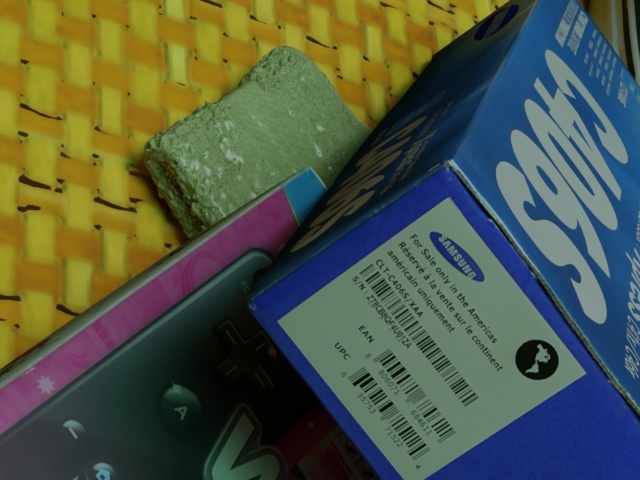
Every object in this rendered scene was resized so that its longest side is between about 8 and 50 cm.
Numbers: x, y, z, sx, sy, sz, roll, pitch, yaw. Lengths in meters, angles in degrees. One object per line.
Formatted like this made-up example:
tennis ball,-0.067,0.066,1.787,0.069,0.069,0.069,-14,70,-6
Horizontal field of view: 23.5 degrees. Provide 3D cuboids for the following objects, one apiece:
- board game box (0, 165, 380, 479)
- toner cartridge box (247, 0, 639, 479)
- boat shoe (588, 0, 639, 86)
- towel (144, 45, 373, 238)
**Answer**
board game box,-0.052,0.142,0.452,0.224,0.097,0.303,55,43,-3
toner cartridge box,0.091,0.009,0.569,0.165,0.075,0.348,54,21,-8
boat shoe,0.215,-0.188,0.847,0.121,0.119,0.335,22,55,-31
towel,0.000,0.000,0.623,0.148,0.027,0.110,54,45,-6
